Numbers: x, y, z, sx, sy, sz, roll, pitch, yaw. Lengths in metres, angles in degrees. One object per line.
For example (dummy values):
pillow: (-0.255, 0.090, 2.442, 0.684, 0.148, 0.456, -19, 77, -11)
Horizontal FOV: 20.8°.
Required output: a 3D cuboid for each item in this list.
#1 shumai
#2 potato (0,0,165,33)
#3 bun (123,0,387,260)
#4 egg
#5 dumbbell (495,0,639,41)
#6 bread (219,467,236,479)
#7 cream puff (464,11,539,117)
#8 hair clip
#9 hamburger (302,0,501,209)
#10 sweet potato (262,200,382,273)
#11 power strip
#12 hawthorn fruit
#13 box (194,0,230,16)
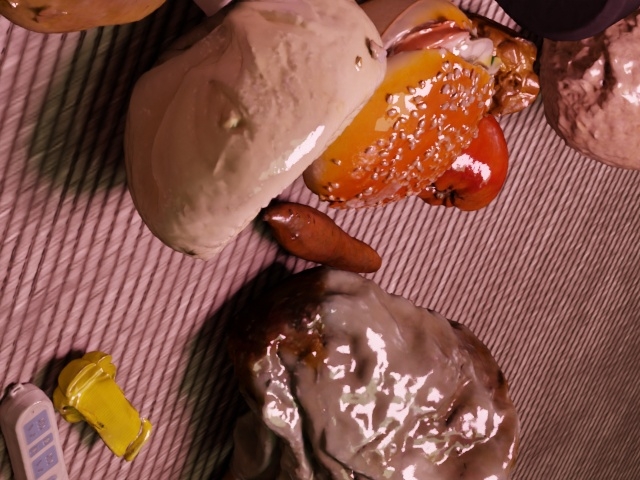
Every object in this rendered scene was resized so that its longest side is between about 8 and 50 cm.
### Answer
shumai: (0.028, 0.164, 1.805, 0.309, 0.304, 0.263, -45, 140, -8)
potato: (-0.182, -0.205, 1.251, 0.243, 0.098, 0.138, -4, 126, -55)
bun: (-0.067, -0.113, 1.458, 0.259, 0.160, 0.259, -46, 180, 0)
egg: (0.392, -0.210, 1.971, 0.310, 0.279, 0.279, -36, 147, -30)
dumbbell: (0.315, -0.347, 1.761, 0.322, 0.203, 0.204, -32, 145, -38)
bread: (-0.053, 0.300, 2.001, 0.236, 0.106, 0.140, -49, 151, -12)
cream puff: (0.172, -0.182, 1.821, 0.116, 0.122, 0.094, -78, -171, -74)
hair clip: (-0.207, 0.152, 1.656, 0.072, 0.046, 0.173, -53, 154, -11)
hamburger: (0.067, -0.128, 1.673, 0.237, 0.147, 0.237, -35, 147, -27)
sweet potato: (-0.001, -0.001, 1.807, 0.057, 0.057, 0.264, -57, 156, 4)
power strip: (-0.266, 0.198, 1.632, 0.047, 0.030, 0.191, -38, 148, -28)
hawthorn fruit: (0.149, -0.094, 1.868, 0.140, 0.125, 0.125, -44, 151, -16)
box: (0.019, -0.290, 1.290, 0.200, 0.065, 0.343, -44, -171, -24)
